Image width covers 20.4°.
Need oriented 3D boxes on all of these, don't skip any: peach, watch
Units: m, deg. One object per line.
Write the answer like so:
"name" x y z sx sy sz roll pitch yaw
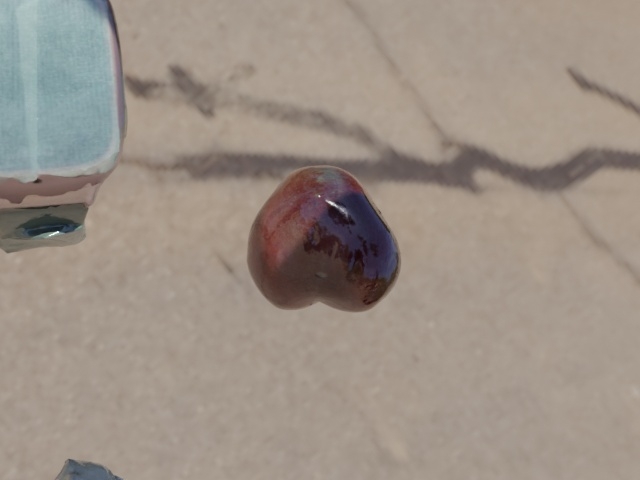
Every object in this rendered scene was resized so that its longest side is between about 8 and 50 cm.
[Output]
"peach" 0.000 0.000 1.738 0.152 0.152 0.152 38 29 -25
"watch" -0.259 -0.116 1.610 0.241 0.162 0.253 178 -90 -82

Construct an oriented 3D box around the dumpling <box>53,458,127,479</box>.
"dumpling" -0.170 0.265 1.298 0.155 0.181 0.111 32 -6 -38
